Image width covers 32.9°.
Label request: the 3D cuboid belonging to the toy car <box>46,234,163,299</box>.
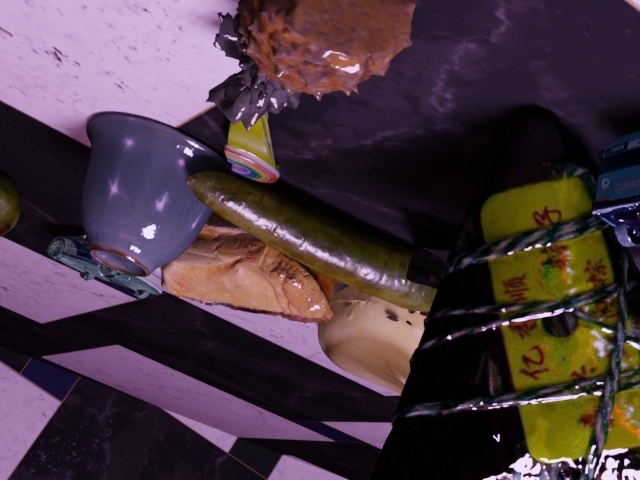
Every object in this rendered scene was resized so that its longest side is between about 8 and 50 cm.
[{"bbox_3d":[-0.338,0.029,1.720,0.224,0.076,0.090,14,163,39],"label":"toy car"}]

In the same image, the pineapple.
[{"bbox_3d":[-0.023,-0.155,0.855,0.128,0.128,0.248,25,164,-16],"label":"pineapple"}]

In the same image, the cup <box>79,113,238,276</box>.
[{"bbox_3d":[-0.215,-0.039,1.301,0.199,0.150,0.199,18,161,6],"label":"cup"}]

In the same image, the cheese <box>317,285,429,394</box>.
[{"bbox_3d":[0.121,0.144,1.520,0.260,0.128,0.316,21,159,1],"label":"cheese"}]

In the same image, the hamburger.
[{"bbox_3d":[-0.102,0.015,1.412,0.262,0.124,0.131,8,143,17],"label":"hamburger"}]

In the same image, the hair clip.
[{"bbox_3d":[-0.073,-0.099,1.179,0.060,0.033,0.188,18,161,5],"label":"hair clip"}]

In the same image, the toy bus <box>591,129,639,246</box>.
[{"bbox_3d":[0.303,-0.031,0.914,0.160,0.091,0.079,27,152,-36],"label":"toy bus"}]

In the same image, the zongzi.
[{"bbox_3d":[0.157,0.126,0.999,0.362,0.383,0.319,-19,152,1],"label":"zongzi"}]

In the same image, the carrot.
[{"bbox_3d":[0.000,0.000,1.292,0.359,0.074,0.074,24,161,-23],"label":"carrot"}]

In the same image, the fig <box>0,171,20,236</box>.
[{"bbox_3d":[-0.514,-0.067,1.615,0.123,0.123,0.156,34,-166,-37],"label":"fig"}]

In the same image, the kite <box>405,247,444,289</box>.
[{"bbox_3d":[0.189,0.051,1.257,0.250,0.012,0.229,9,-163,-38],"label":"kite"}]
